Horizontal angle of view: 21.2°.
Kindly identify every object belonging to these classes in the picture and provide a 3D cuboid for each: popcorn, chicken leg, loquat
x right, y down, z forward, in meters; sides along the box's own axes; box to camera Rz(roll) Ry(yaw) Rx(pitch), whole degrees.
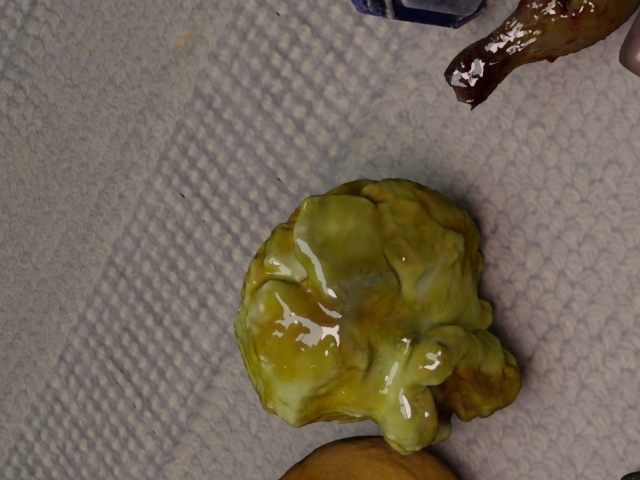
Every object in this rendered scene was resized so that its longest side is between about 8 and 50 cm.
[{"bbox_3d":[0.051,0.077,1.601,0.276,0.225,0.276,0,85,0],"label":"popcorn"},{"bbox_3d":[0.211,-0.265,1.493,0.177,0.083,0.322,7,102,4],"label":"chicken leg"},{"bbox_3d":[0.045,0.300,1.657,0.238,0.193,0.238,15,110,45],"label":"loquat"}]

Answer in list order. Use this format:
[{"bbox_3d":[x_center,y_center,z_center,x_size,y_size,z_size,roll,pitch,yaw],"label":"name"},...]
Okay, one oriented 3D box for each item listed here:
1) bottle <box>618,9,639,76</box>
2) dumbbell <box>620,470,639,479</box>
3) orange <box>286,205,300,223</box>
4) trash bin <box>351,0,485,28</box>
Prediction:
[{"bbox_3d":[0.310,-0.206,1.478,0.053,0.053,0.140,42,119,33],"label":"bottle"},{"bbox_3d":[0.295,0.264,1.520,0.046,0.052,0.118,-7,88,32],"label":"dumbbell"},{"bbox_3d":[0.001,0.001,1.756,0.083,0.083,0.083,3,95,42],"label":"orange"},{"bbox_3d":[0.075,-0.333,1.623,0.234,0.162,0.184,51,123,35],"label":"trash bin"}]
